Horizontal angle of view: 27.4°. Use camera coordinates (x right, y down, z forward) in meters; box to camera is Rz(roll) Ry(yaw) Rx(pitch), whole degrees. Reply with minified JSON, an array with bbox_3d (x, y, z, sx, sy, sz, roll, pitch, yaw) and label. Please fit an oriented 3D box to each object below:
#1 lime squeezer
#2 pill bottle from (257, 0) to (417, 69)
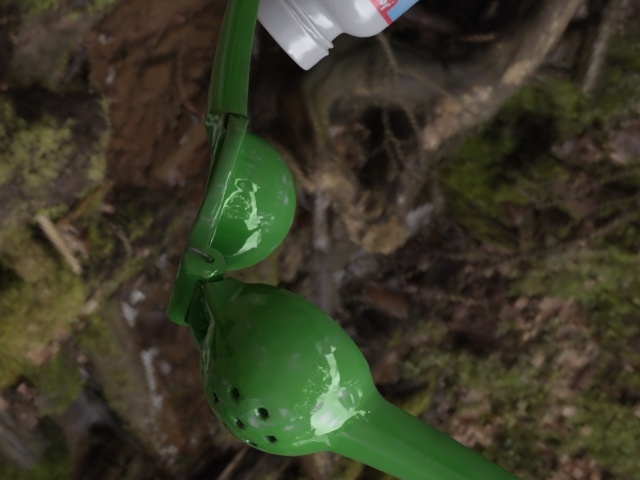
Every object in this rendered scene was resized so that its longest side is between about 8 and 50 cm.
[{"bbox_3d":[0.000,0.000,0.426,0.110,0.310,0.059,-22,150,-11],"label":"lime squeezer"},{"bbox_3d":[0.032,-0.170,0.725,0.160,0.087,0.087,-40,155,8],"label":"pill bottle"}]
